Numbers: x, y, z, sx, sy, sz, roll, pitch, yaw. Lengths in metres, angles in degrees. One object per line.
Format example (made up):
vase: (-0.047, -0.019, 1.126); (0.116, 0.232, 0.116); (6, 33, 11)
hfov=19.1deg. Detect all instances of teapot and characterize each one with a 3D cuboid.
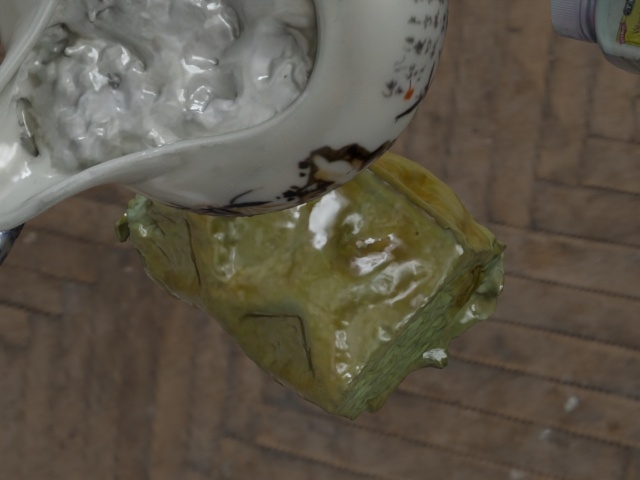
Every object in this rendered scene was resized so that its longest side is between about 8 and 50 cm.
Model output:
teapot: (-0.039, -0.120, 0.848); (0.299, 0.166, 0.208); (-37, 87, 36)

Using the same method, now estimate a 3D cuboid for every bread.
bread: (-0.005, 0.004, 1.487); (0.252, 0.238, 0.196); (44, 108, 13)

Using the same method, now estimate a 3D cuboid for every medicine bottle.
medicine bottle: (0.203, -0.140, 1.167); (0.118, 0.055, 0.074); (18, 88, 38)

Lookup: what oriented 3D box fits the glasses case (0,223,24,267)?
glasses case: (-0.293, -0.070, 1.755); (0.087, 0.065, 0.248); (21, 75, 8)
